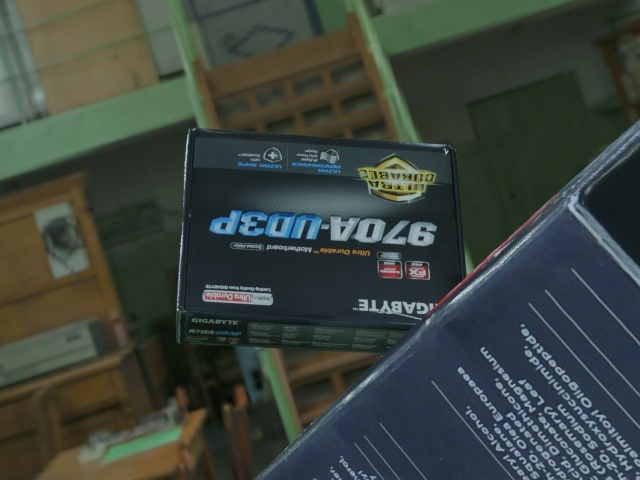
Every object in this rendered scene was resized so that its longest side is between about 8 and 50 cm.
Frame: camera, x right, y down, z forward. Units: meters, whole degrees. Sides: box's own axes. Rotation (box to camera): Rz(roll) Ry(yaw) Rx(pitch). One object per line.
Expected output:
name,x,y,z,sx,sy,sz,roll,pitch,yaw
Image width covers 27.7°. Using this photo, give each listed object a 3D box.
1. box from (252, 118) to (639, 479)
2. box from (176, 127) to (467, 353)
box,0.180,0.031,0.574,0.343,0.179,0.312,-38,-8,-34
box,0.000,0.000,1.018,0.220,0.175,0.051,4,-34,-6
